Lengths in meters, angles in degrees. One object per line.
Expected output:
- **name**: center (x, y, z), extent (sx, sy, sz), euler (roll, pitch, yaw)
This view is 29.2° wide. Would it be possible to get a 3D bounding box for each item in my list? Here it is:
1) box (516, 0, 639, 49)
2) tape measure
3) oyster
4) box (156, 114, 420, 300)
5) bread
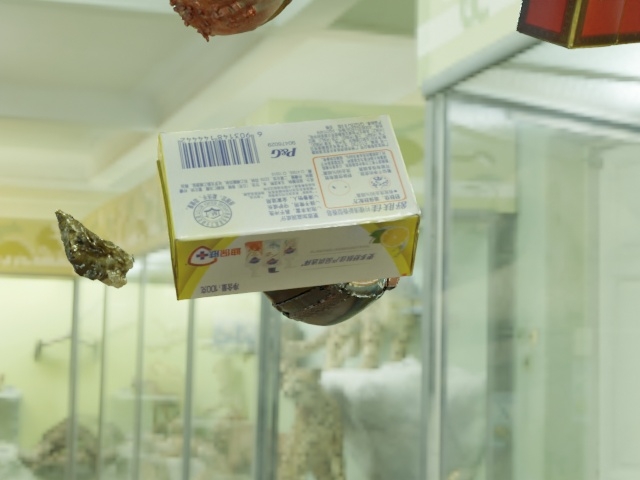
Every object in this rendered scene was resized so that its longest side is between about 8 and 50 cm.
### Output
- **box**: center (0.291, -0.263, 1.140), extent (0.240, 0.153, 0.074), euler (-11, 32, -42)
- **tape measure**: center (0.000, 0.000, 1.570), extent (0.202, 0.223, 0.135), euler (27, -47, -31)
- **oyster**: center (-0.224, 0.012, 1.182), extent (0.093, 0.051, 0.034), euler (30, 32, 8)
- **box**: center (-0.038, -0.038, 1.327), extent (0.265, 0.168, 0.097), euler (-7, -41, -10)
- **bread**: center (-0.107, -0.310, 1.426), extent (0.160, 0.160, 0.073), euler (0, -32, 13)
